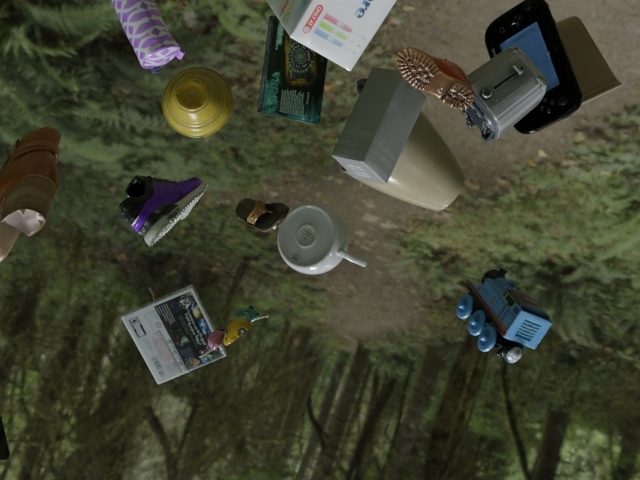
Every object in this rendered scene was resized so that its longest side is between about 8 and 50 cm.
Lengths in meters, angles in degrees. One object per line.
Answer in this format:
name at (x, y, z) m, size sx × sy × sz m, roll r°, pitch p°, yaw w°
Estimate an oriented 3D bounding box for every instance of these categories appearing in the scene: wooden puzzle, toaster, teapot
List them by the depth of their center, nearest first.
toaster at (0.368, -0.294, 1.529) m, size 0.129 × 0.146 × 0.227 m, roll 54°, pitch -175°, yaw 12°
wooden puzzle at (0.648, -0.464, 1.974) m, size 0.239 × 0.220 × 0.044 m, roll 60°, pitch 158°, yaw 11°
teapot at (0.000, 0.000, 2.436) m, size 0.252 × 0.256 × 0.187 m, roll -22°, pitch 161°, yaw 23°

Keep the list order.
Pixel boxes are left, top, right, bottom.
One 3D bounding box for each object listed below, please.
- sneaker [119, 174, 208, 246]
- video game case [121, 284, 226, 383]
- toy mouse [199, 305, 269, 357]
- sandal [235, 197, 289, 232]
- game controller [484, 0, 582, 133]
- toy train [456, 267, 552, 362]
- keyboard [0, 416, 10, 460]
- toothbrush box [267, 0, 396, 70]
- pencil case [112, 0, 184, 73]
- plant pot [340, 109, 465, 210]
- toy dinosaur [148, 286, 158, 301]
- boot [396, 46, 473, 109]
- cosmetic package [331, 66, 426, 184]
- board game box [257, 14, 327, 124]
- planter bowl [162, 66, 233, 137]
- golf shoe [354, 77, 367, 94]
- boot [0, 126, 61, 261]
sneaker at (-0.379, -0.110, 1.788) m, size 0.146 × 0.102 × 0.293 m, roll 40°, pitch -152°, yaw -4°
video game case at (-0.329, 0.214, 1.695) m, size 0.022 × 0.173 × 0.191 m, roll -112°, pitch -1°, yaw -70°
toy mouse at (-0.174, 0.169, 1.475) m, size 0.031 × 0.161 × 0.143 m, roll 54°, pitch 180°, yaw -7°
sandal at (-0.167, -0.080, 2.001) m, size 0.060 × 0.090 × 0.219 m, roll 34°, pitch 171°, yaw -40°
game controller at (0.482, -0.400, 1.718) m, size 0.166 × 0.319 × 0.067 m, roll -23°, pitch 154°, yaw 26°
toy train at (0.285, 0.114, 1.189) m, size 0.080 × 0.105 × 0.184 m, roll 24°, pitch -161°, yaw -21°
keyboard at (-0.591, 0.325, 1.262) m, size 0.023 × 0.108 × 0.180 m, roll -21°, pitch 165°, yaw 5°
toothbrush box at (0.019, -0.429, 1.179) m, size 0.122 × 0.206 × 0.283 m, roll 21°, pitch -153°, yaw -31°
pencil case at (-0.330, -0.423, 1.397) m, size 0.088 × 0.206 × 0.086 m, roll -25°, pitch 180°, yaw -30°
plant pot at (0.237, -0.207, 1.954) m, size 0.274 × 0.257 × 0.256 m, roll 35°, pitch 168°, yaw -17°
toy dinosaur at (-0.378, 0.206, 1.798) m, size 0.092 × 0.183 × 0.053 m, roll 2°, pitch -173°, yaw -15°
boot at (0.202, -0.300, 1.333) m, size 0.157 × 0.085 × 0.059 m, roll 30°, pitch 130°, yaw -17°
cosmetic package at (0.137, -0.264, 1.726) m, size 0.107 × 0.238 × 0.127 m, roll 16°, pitch 166°, yaw 38°
board game box at (-0.050, -0.326, 1.443) m, size 0.126 × 0.186 × 0.026 m, roll 7°, pitch -179°, yaw -26°
planter bowl at (-0.371, -0.421, 2.218) m, size 0.217 × 0.217 × 0.090 m, roll 19°, pitch 175°, yaw 3°
golf shoe at (0.191, -0.469, 2.433) m, size 0.198 × 0.077 × 0.094 m, roll 34°, pitch -169°, yaw -30°
boot at (-0.591, -0.082, 1.373) m, size 0.283 × 0.220 × 0.109 m, roll -28°, pitch 136°, yaw 24°
